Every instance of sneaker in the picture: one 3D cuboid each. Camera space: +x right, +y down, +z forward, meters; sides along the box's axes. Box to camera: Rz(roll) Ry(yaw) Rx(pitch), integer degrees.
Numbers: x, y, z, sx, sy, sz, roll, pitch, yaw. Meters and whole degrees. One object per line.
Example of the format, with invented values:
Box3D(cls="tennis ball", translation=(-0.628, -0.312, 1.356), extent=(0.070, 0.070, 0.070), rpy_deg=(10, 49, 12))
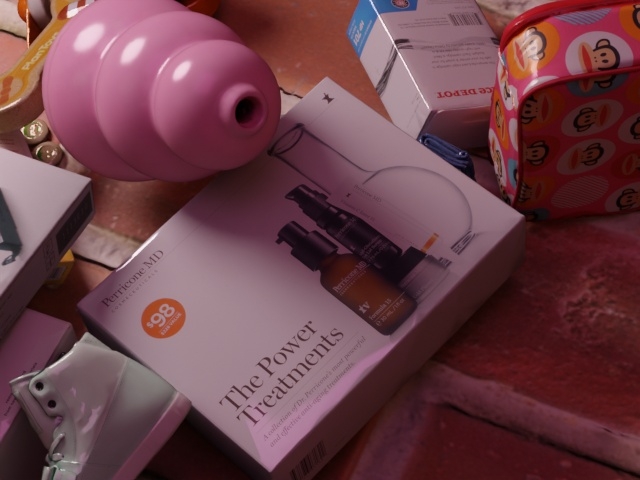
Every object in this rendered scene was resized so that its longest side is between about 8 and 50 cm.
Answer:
Box3D(cls="sneaker", translation=(-0.257, 0.209, 1.562), extent=(0.151, 0.094, 0.256), rpy_deg=(39, 77, -3))

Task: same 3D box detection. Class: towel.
Box3D(cls="towel", translation=(0.137, -0.072, 1.801), extent=(0.067, 0.119, 0.029), rpy_deg=(30, 76, 21))

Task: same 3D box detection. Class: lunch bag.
Box3D(cls="lunch bag", translation=(0.312, -0.135, 1.719), extent=(0.258, 0.293, 0.120), rpy_deg=(-9, 60, -4))

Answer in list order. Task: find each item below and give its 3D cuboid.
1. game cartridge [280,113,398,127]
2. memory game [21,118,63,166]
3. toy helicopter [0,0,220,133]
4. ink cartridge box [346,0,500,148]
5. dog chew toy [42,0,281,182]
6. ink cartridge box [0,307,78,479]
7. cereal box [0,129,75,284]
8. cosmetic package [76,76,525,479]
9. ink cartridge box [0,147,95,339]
Box3D(cls="game cartridge", translation=(0.000, 0.000, 1.811), extent=(0.198, 0.062, 0.297), rpy_deg=(9, 61, 6))
Box3D(cls="memory game", translation=(-0.390, -0.080, 1.921), extent=(0.186, 0.012, 0.186), rpy_deg=(-2, 60, 4))
Box3D(cls="toy helicopter", translation=(-0.297, -0.255, 1.938), extent=(0.235, 0.140, 0.355), rpy_deg=(8, 48, 34))
Box3D(cls="ink cartridge box", translation=(0.133, -0.197, 1.871), extent=(0.140, 0.082, 0.190), rpy_deg=(-7, 57, -27))
Box3D(cls="dog chew toy", translation=(-0.155, -0.152, 1.724), extent=(0.206, 0.206, 0.332), rpy_deg=(-43, 30, -18))
Box3D(cls="ink cartridge box", translation=(-0.375, 0.156, 1.685), extent=(0.233, 0.171, 0.168), rpy_deg=(18, 61, 17))
Box3D(cls="cereal box", translation=(-0.390, -0.053, 1.823), extent=(0.173, 0.047, 0.240), rpy_deg=(-2, 51, -36))
Box3D(cls="cosmetic package", translation=(-0.016, 0.042, 1.704), extent=(0.284, 0.097, 0.377), rpy_deg=(36, 69, 26))
Box3D(cls="ink cartridge box", translation=(-0.394, 0.008, 1.649), extent=(0.239, 0.060, 0.275), rpy_deg=(19, 50, 15))
